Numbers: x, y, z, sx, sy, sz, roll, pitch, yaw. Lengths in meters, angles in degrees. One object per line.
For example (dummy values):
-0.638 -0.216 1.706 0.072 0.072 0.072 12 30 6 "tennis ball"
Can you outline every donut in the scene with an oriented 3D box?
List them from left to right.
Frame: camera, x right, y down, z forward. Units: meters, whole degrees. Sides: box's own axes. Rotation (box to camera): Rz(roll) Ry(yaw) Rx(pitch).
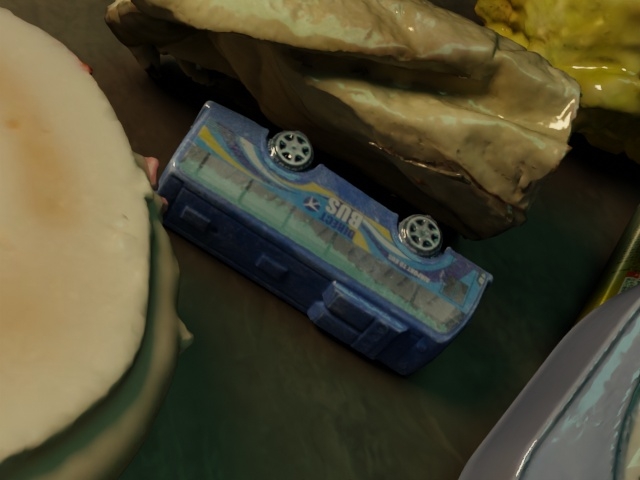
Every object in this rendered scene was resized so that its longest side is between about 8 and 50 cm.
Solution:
-0.253 0.008 0.489 0.383 0.142 0.382 19 45 -20 "donut"

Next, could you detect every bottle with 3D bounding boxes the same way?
0.283 0.029 0.869 0.082 0.082 0.286 40 43 4 "bottle"

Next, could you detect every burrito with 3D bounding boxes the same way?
0.016 -0.126 0.740 0.332 0.135 0.190 27 -2 -10 "burrito"

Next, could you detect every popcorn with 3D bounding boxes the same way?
0.314 -0.220 0.976 0.312 0.312 0.312 18 45 -19 "popcorn"

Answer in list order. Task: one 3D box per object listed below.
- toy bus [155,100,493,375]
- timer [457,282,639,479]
-0.002 0.003 0.716 0.236 0.079 0.094 33 58 -4 "toy bus"
0.301 0.163 0.592 0.395 0.173 0.395 2 72 -7 "timer"
